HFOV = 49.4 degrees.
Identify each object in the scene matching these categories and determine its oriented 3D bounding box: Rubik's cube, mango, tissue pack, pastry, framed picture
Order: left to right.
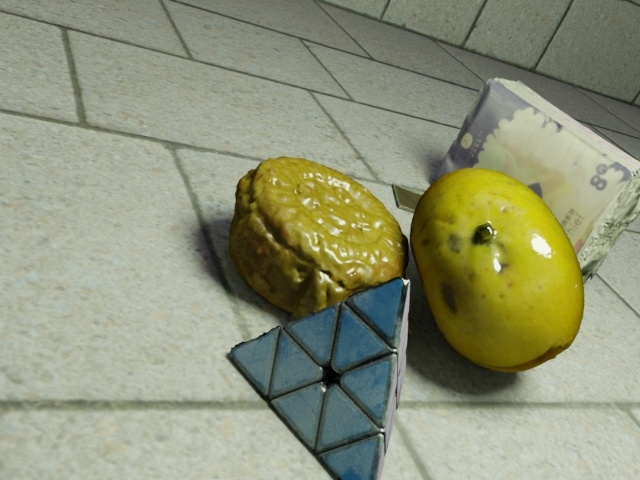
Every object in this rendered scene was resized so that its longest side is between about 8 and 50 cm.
[{"bbox_3d":[0.000,0.000,0.864,0.240,0.132,0.235,8,31,-27],"label":"pastry"},{"bbox_3d":[0.041,0.147,0.652,0.211,0.190,0.178,8,49,-21],"label":"Rubik's cube"},{"bbox_3d":[0.163,-0.072,1.254,0.066,0.007,0.089,18,28,-13],"label":"framed picture"},{"bbox_3d":[0.222,0.025,0.908,0.365,0.182,0.253,-61,128,-74],"label":"mango"},{"bbox_3d":[0.382,-0.104,1.236,0.125,0.242,0.344,1,37,-40],"label":"tissue pack"}]
